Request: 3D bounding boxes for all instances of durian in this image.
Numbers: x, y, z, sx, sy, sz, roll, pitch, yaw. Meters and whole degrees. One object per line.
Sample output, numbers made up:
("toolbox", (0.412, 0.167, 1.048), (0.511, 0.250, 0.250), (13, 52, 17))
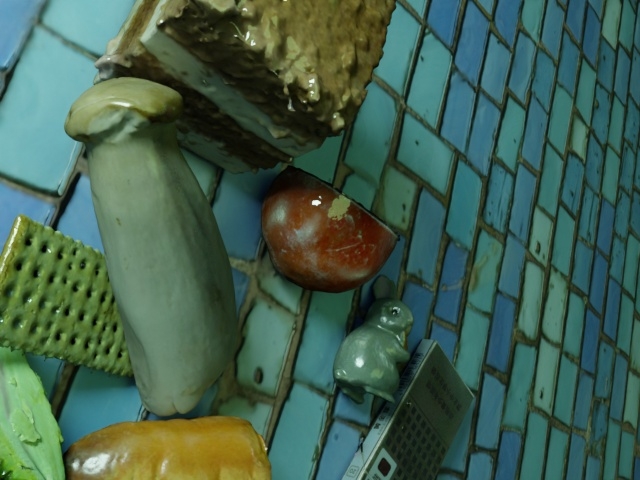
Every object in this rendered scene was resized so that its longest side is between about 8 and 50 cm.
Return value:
("durian", (-0.333, 0.203, 0.593), (0.132, 0.107, 0.375), (9, 57, -65))

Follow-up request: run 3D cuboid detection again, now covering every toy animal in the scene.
("toy animal", (0.103, 0.159, 1.010), (0.138, 0.108, 0.236), (36, 64, -35))

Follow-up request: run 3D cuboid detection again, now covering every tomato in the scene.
("tomato", (0.000, 0.000, 0.906), (0.214, 0.181, 0.155), (34, 83, -28))

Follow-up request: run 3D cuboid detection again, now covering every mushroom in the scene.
("mushroom", (-0.178, 0.013, 0.697), (0.154, 0.137, 0.407), (-30, 128, -39))

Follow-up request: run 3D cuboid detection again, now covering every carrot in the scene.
("carrot", (-0.191, 0.271, 0.698), (0.225, 0.159, 0.159), (26, 70, -40))

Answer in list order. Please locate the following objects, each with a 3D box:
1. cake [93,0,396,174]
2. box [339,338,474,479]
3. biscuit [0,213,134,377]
("cake", (-0.092, -0.262, 0.734), (0.256, 0.290, 0.282), (35, 64, -37))
("box", (0.171, 0.364, 1.101), (0.325, 0.047, 0.180), (-52, 120, -31))
("biscuit", (-0.272, 0.076, 0.679), (0.231, 0.016, 0.139), (42, 55, -56))
